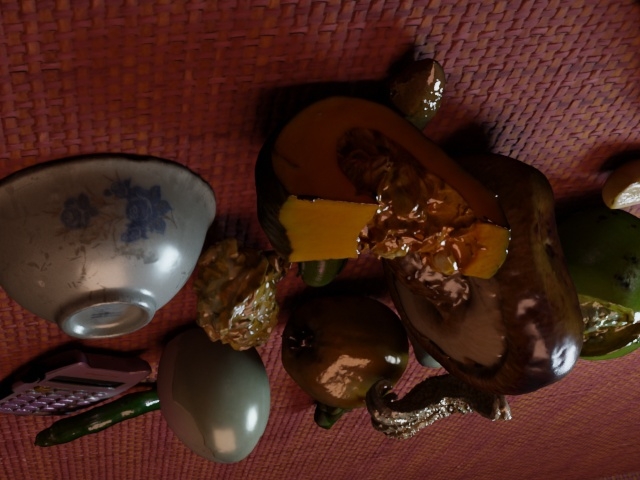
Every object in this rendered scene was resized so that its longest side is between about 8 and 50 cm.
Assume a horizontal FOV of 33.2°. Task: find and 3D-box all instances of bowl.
[{"bbox_3d":[-0.273,0.035,1.326,0.313,0.146,0.313,-11,153,-5],"label":"bowl"}]

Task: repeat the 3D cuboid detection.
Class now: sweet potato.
[{"bbox_3d":[0.102,-0.154,1.229,0.068,0.060,0.206,25,151,6],"label":"sweet potato"}]

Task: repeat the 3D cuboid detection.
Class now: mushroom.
[{"bbox_3d":[0.183,0.047,1.418,0.259,0.345,0.345,-19,160,-29],"label":"mushroom"}]

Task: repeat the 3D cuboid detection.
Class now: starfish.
[{"bbox_3d":[0.209,0.225,1.615,0.303,0.113,0.312,-18,173,-9],"label":"starfish"}]

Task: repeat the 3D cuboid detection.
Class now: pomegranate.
[{"bbox_3d":[0.394,0.060,1.663,0.302,0.236,0.236,7,170,37],"label":"pomegranate"}]

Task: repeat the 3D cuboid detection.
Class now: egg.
[{"bbox_3d":[-0.171,0.255,1.741,0.183,0.217,0.183,-13,157,-5],"label":"egg"}]

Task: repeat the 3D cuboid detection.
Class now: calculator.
[{"bbox_3d":[-0.431,0.244,1.802,0.294,0.043,0.194,-29,152,36],"label":"calculator"}]

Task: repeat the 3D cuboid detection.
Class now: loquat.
[{"bbox_3d":[0.036,0.173,1.728,0.234,0.176,0.187,16,104,-30],"label":"loquat"}]

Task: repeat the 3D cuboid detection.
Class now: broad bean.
[{"bbox_3d":[-0.358,0.311,1.913,0.292,0.049,0.144,-12,161,-32],"label":"broad bean"}]

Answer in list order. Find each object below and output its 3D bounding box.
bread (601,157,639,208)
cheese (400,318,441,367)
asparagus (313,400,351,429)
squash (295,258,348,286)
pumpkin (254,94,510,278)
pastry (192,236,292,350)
[{"bbox_3d":[0.455,-0.089,1.531,0.115,0.056,0.082,-13,154,-19],"label":"bread"},{"bbox_3d":[0.223,0.135,1.753,0.093,0.159,0.263,-24,154,30],"label":"cheese"},{"bbox_3d":[0.030,0.317,2.131,0.080,0.080,0.287,-10,162,-8],"label":"asparagus"},{"bbox_3d":[0.002,-0.002,1.469,0.080,0.071,0.318,-30,160,-10],"label":"squash"},{"bbox_3d":[0.052,-0.032,1.193,0.190,0.280,0.139,-38,161,-27],"label":"pumpkin"},{"bbox_3d":[-0.110,0.074,1.503,0.102,0.154,0.250,15,170,8],"label":"pastry"}]
